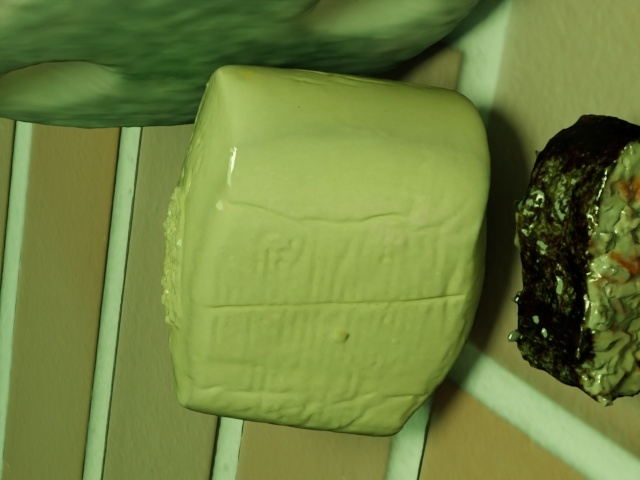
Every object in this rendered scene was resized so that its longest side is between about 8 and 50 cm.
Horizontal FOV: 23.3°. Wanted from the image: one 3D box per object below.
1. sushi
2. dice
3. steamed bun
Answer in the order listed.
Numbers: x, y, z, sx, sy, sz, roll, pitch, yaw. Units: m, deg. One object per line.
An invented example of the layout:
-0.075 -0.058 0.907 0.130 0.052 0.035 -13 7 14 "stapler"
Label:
0.158 0.009 0.838 0.078 0.090 0.150 30 120 55 "sushi"
-0.097 -0.267 0.946 0.330 0.348 0.328 -27 69 53 "dice"
0.000 0.000 0.980 0.155 0.200 0.250 -100 19 -48 "steamed bun"
